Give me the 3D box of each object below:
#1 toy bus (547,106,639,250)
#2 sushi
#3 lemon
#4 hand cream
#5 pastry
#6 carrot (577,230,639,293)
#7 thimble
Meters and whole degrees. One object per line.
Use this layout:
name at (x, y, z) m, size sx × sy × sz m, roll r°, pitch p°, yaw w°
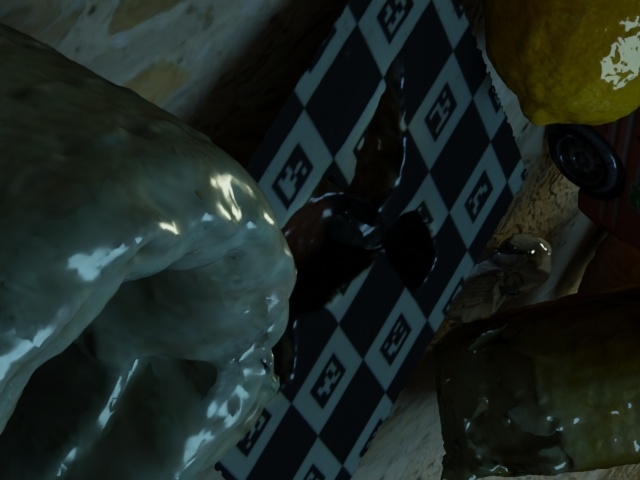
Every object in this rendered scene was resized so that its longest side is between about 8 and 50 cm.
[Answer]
toy bus at (0.338, -0.162, 1.362) m, size 0.203 × 0.233 × 0.427 m, roll -40°, pitch 150°, yaw -28°
sushi at (0.000, 0.000, 1.167) m, size 0.343 × 0.064 × 0.359 m, roll -59°, pitch 151°, yaw -15°
lemon at (0.186, -0.165, 1.207) m, size 0.142 × 0.142 × 0.187 m, roll 10°, pitch 101°, yaw -62°
hand cream at (0.120, 0.030, 1.440) m, size 0.257 × 0.050 × 0.084 m, roll -9°, pitch 132°, yaw -53°
pastry at (0.237, 0.110, 1.484) m, size 0.330 × 0.330 × 0.136 m, roll -14°, pitch 93°, yaw -54°
carrot at (0.332, 0.011, 1.693) m, size 0.225 × 0.159 × 0.159 m, roll -44°, pitch 155°, yaw 7°
thimble at (-0.161, 0.044, 0.806) m, size 0.291 × 0.195 × 0.291 m, roll -44°, pitch 157°, yaw -24°
